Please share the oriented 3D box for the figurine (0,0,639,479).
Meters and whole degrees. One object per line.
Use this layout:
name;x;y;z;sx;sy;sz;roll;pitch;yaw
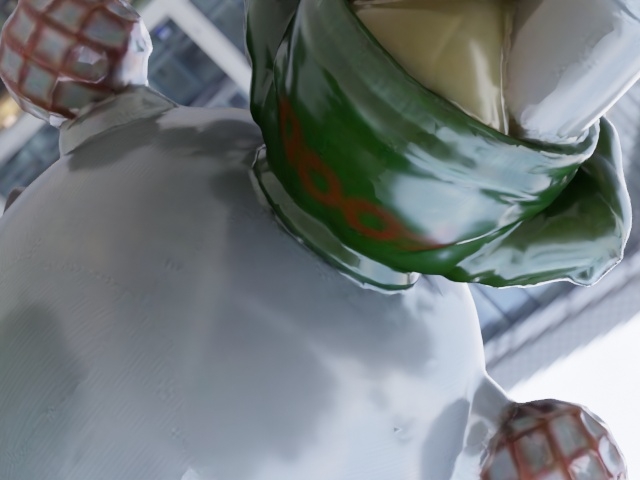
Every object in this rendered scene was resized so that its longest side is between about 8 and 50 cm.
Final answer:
figurine;0.000;0.000;0.602;0.370;0.281;0.167;-50;175;26
